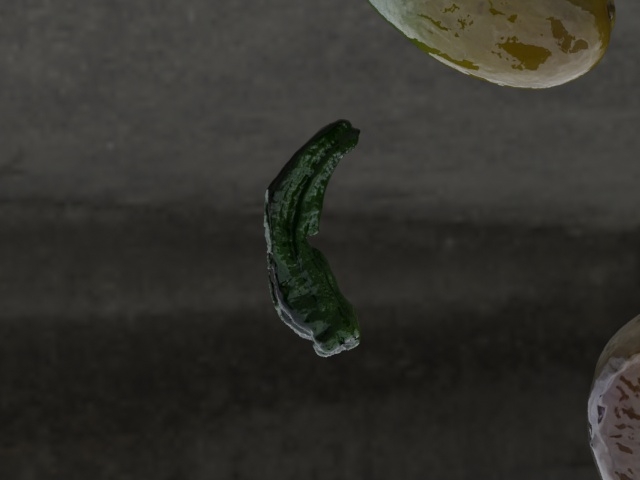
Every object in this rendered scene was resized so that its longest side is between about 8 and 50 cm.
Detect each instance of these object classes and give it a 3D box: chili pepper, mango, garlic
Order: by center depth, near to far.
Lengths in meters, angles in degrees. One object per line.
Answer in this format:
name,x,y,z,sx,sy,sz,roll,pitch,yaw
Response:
garlic,0.209,0.121,0.975,0.090,0.198,0.128,-19,-156,-33
mango,0.111,-0.175,1.266,0.194,0.130,0.092,17,-139,22
chili pepper,-0.006,-0.002,1.390,0.073,0.182,0.050,-2,177,11
